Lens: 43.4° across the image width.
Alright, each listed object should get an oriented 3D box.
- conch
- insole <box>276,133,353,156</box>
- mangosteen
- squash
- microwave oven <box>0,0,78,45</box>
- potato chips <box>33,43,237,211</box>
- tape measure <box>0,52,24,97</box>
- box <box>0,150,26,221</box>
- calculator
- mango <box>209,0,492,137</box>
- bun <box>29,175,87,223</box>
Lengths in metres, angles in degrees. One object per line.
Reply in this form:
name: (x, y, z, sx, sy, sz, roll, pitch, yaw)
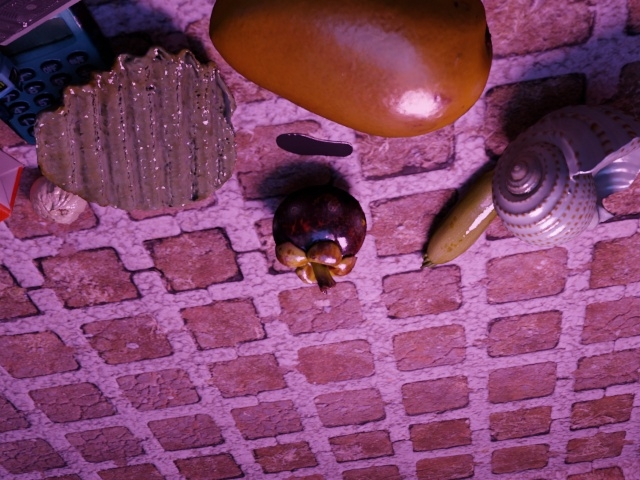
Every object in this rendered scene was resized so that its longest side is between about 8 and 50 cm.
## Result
conch: (0.466, -0.135, 1.502, 0.303, 0.215, 0.319, -51, 159, 26)
insole: (-0.011, -0.183, 1.556, 0.152, 0.002, 0.053, 4, 138, -10)
mangosteen: (0.000, 0.000, 1.606, 0.192, 0.217, 0.192, -4, 146, -2)
squash: (0.300, -0.028, 1.700, 0.094, 0.095, 0.341, 16, 135, -23)
microwave oven: (-0.442, -0.381, 1.146, 0.208, 0.123, 0.162, -23, 177, 19)
potato chips: (-0.321, -0.171, 1.436, 0.358, 0.070, 0.429, -16, 151, -15)
tape measure: (-0.561, -0.263, 1.264, 0.125, 0.081, 0.146, -25, 131, 16)
box: (-0.649, -0.117, 1.465, 0.099, 0.133, 0.182, -26, 137, 26)
calculator: (-0.468, -0.279, 1.357, 0.248, 0.058, 0.274, -14, 139, 11)
mango: (0.052, -0.313, 1.250, 0.445, 0.232, 0.300, 12, 142, -6)
bun: (-0.516, -0.075, 1.576, 0.115, 0.069, 0.115, -2, 139, -1)
